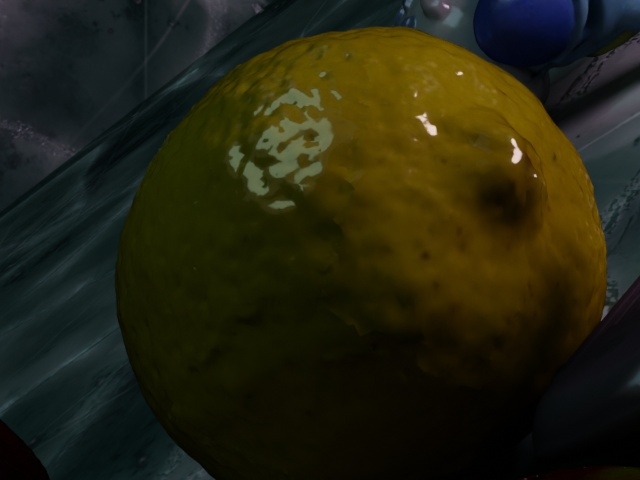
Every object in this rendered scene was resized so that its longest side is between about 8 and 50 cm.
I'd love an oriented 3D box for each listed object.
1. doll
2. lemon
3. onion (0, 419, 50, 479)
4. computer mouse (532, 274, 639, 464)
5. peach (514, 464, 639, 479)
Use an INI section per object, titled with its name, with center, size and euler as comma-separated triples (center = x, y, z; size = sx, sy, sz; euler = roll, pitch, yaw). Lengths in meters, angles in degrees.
[doll]
center = 0.168, -0.199, 1.331
size = 0.366, 0.187, 0.376
euler = -37, 31, 21
[lemon]
center = 0.013, 0.020, 0.880
size = 0.253, 0.253, 0.310
euler = -45, 2, -33
[onion]
center = -0.260, 0.205, 0.918
size = 0.276, 0.276, 0.276
euler = -32, 15, 10
[computer mouse]
center = 0.185, 0.038, 0.801
size = 0.120, 0.057, 0.232
euler = -34, 5, 46
[peach]
center = 0.056, 0.162, 0.696
size = 0.279, 0.068, 0.189
euler = -34, 13, 4
